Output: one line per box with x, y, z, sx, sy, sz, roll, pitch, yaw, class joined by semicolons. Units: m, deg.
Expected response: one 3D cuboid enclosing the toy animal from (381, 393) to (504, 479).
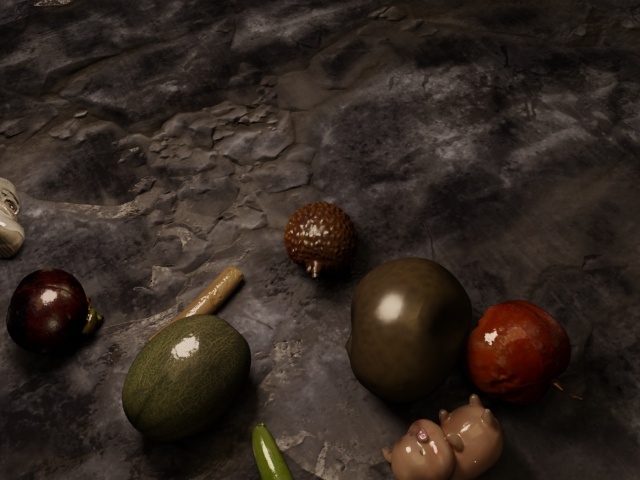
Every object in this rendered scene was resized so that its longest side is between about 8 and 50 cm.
0.264;0.441;1.286;0.250;0.153;0.166;-23;13;-2;toy animal

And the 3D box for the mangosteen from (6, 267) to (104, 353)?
-0.662;0.183;1.514;0.216;0.216;0.216;-2;54;3;mangosteen

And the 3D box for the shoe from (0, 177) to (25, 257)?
-0.963;-0.100;1.756;0.351;0.171;0.198;25;56;18;shoe

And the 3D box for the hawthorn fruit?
0.458;0.268;1.357;0.272;0.241;0.242;32;62;21;hawthorn fruit

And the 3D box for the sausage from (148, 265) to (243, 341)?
-0.313;0.177;1.575;0.066;0.065;0.301;34;65;25;sausage

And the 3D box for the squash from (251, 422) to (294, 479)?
-0.105;0.490;1.330;0.066;0.066;0.201;-20;52;-10;squash

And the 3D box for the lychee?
0.000;0.000;1.605;0.200;0.200;0.238;5;51;8;lychee

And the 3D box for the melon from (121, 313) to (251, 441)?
-0.299;0.309;1.368;0.238;0.237;0.302;35;68;26;melon

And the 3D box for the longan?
0.196;0.196;1.394;0.289;0.288;0.349;10;58;11;longan
